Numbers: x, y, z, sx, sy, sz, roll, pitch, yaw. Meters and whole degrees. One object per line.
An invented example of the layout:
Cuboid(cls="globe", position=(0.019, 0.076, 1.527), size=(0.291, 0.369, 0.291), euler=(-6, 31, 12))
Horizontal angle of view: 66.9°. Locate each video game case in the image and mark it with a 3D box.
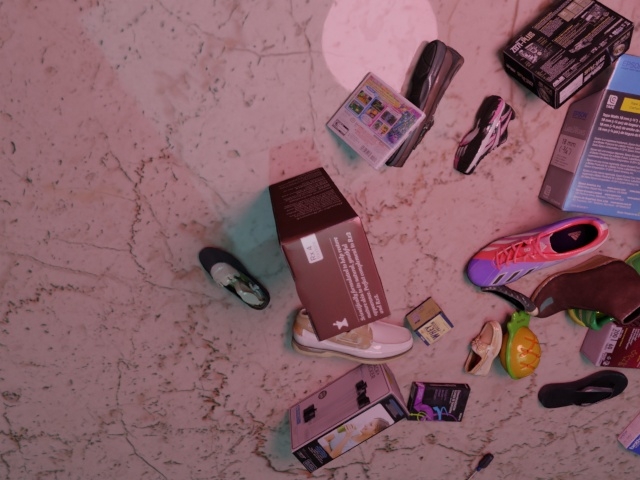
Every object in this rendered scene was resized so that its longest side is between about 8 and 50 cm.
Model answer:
Cuboid(cls="video game case", position=(0.110, -0.244, 0.988), size=(0.143, 0.019, 0.157), euler=(-48, 65, 12))

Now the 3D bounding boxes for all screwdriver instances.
Cuboid(cls="screwdriver", position=(0.467, 0.705, 1.462), size=(0.024, 0.025, 0.170), euler=(26, 105, -16))

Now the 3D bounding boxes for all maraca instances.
Cuboid(cls="maraca", position=(0.515, 0.269, 1.256), size=(0.127, 0.099, 0.185), euler=(-11, 101, -43))

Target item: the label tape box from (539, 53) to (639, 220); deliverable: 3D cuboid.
Cuboid(cls="label tape box", position=(0.671, -0.222, 1.076), size=(0.241, 0.106, 0.333), euler=(7, 110, -9))

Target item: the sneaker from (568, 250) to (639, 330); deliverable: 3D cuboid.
Cuboid(cls="sneaker", position=(0.781, 0.133, 1.221), size=(0.295, 0.123, 0.109), euler=(-39, 111, 8))

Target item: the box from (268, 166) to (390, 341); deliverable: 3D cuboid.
Cuboid(cls="box", position=(0.000, 0.000, 0.929), size=(0.143, 0.381, 0.191), euler=(-19, 112, 0))

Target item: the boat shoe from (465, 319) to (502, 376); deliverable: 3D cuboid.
Cuboid(cls="boat shoe", position=(0.424, 0.285, 1.269), size=(0.059, 0.063, 0.170), euler=(3, 112, -15))

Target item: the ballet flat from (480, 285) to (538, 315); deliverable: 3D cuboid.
Cuboid(cls="ballet flat", position=(0.471, 0.145, 1.216), size=(0.173, 0.057, 0.049), euler=(31, 70, -7))

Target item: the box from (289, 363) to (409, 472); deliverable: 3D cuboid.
Cuboid(cls="box", position=(0.064, 0.432, 1.227), size=(0.290, 0.169, 0.087), euler=(-32, 109, 7))

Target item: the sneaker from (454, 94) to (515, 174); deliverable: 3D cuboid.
Cuboid(cls="sneaker", position=(0.369, -0.219, 1.061), size=(0.077, 0.072, 0.178), euler=(17, 114, -24))

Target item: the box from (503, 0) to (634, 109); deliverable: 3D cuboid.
Cuboid(cls="box", position=(0.486, -0.379, 0.962), size=(0.180, 0.147, 0.077), euler=(-42, 151, 9))

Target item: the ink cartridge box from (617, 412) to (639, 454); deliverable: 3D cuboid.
Cuboid(cls="ink cartridge box", position=(1.007, 0.553, 1.459), size=(0.097, 0.046, 0.207), euler=(27, 106, -15))

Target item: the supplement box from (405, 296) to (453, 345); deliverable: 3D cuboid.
Cuboid(cls="supplement box", position=(0.269, 0.200, 1.204), size=(0.083, 0.083, 0.056), euler=(-40, 111, 9))

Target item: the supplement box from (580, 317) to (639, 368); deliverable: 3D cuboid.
Cuboid(cls="supplement box", position=(0.850, 0.276, 1.315), size=(0.240, 0.073, 0.130), euler=(5, 110, -10))

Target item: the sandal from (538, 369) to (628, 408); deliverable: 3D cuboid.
Cuboid(cls="sandal", position=(0.752, 0.438, 1.375), size=(0.255, 0.054, 0.097), euler=(-13, 113, -2))

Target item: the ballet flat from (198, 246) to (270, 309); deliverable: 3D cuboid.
Cuboid(cls="ballet flat", position=(-0.194, 0.093, 1.110), size=(0.074, 0.074, 0.203), euler=(-43, 110, 10))

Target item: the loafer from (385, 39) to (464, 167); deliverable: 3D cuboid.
Cuboid(cls="loafer", position=(0.219, -0.271, 1.009), size=(0.084, 0.096, 0.267), euler=(15, 107, -20))

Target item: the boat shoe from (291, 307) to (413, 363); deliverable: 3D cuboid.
Cuboid(cls="boat shoe", position=(0.084, 0.223, 1.174), size=(0.302, 0.113, 0.103), euler=(3, 117, -7))

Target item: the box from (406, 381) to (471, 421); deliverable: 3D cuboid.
Cuboid(cls="box", position=(0.324, 0.447, 1.339), size=(0.162, 0.029, 0.116), euler=(4, 111, -10))

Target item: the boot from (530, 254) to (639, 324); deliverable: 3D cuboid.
Cuboid(cls="boot", position=(0.648, 0.140, 1.162), size=(0.248, 0.207, 0.090), euler=(-38, 111, 8))

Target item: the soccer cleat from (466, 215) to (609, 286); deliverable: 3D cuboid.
Cuboid(cls="soccer cleat", position=(0.479, 0.023, 1.100), size=(0.318, 0.116, 0.108), euler=(-23, 77, 25))
